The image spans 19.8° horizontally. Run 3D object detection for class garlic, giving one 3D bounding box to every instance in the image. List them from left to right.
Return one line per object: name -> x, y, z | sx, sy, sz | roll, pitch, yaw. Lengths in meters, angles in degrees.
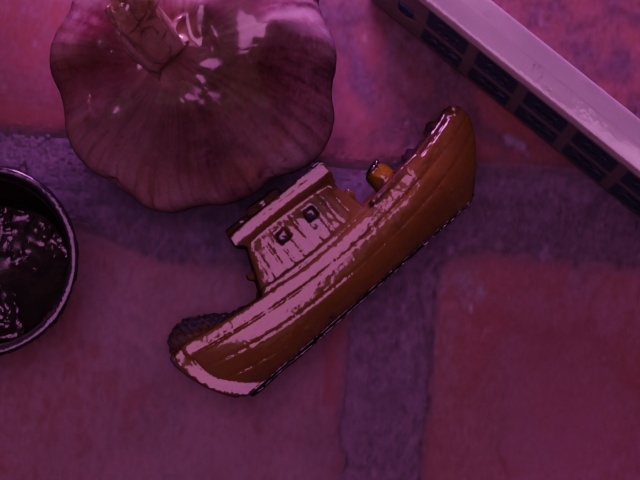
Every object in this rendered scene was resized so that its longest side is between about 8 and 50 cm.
garlic -> -0.114, -0.154, 1.468 | 0.245, 0.253, 0.245 | -2, 80, 9

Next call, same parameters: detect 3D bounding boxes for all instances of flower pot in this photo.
flower pot -> -0.269, 0.021, 1.517 | 0.157, 0.107, 0.157 | 0, 83, 4

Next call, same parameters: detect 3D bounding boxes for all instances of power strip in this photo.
power strip -> 0.171, -0.137, 1.531 | 0.367, 0.106, 0.043 | 40, 82, 5

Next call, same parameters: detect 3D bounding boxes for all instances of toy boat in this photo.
toy boat -> 0.000, 0.000, 1.524 | 0.321, 0.089, 0.121 | -42, 89, -4
